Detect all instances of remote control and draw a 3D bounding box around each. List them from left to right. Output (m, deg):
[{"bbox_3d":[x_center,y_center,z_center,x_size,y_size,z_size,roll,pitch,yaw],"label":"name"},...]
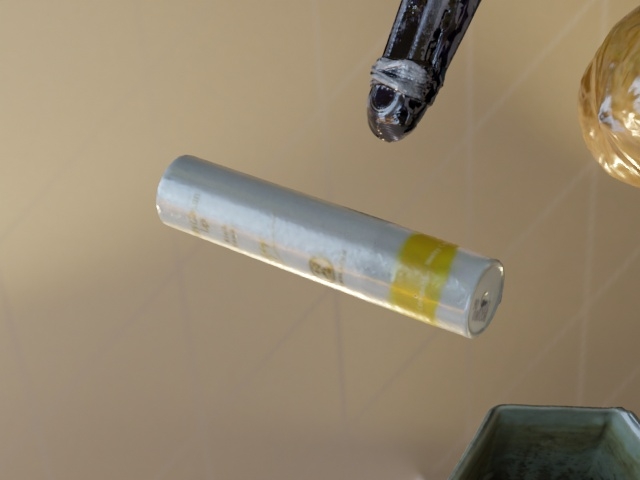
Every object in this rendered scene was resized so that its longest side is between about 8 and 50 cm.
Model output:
[{"bbox_3d":[0.105,-0.225,1.257,0.066,0.266,0.090,29,172,-32],"label":"remote control"}]

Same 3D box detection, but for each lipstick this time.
[{"bbox_3d":[0.000,0.000,0.902,0.264,0.059,0.059,19,-163,28],"label":"lipstick"}]

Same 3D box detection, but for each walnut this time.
[{"bbox_3d":[0.336,-0.135,1.128,0.221,0.195,0.195,-21,-143,-18],"label":"walnut"}]

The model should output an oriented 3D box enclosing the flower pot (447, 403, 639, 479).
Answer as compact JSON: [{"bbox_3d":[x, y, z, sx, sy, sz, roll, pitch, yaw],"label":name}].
[{"bbox_3d":[0.215,0.286,1.188,0.239,0.189,0.209,2,-126,-2],"label":"flower pot"}]
